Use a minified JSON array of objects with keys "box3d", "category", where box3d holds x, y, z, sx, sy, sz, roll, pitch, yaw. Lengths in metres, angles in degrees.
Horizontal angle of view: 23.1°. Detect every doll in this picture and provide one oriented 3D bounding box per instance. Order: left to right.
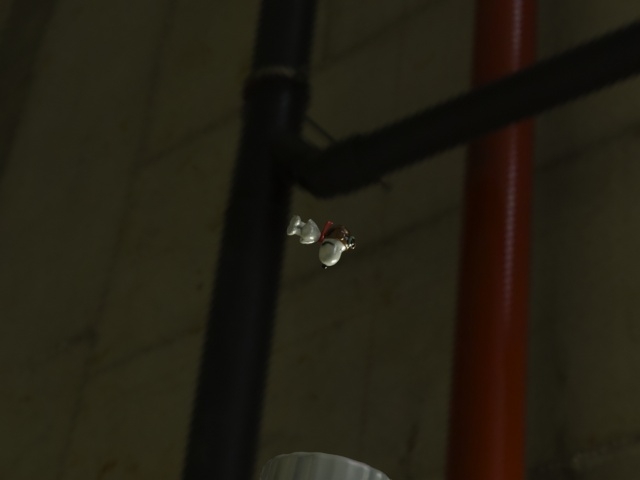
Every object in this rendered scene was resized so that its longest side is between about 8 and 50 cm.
[{"box3d":[0.001,-0.007,1.945,0.058,0.085,0.040,-49,-166,-13],"category":"doll"}]

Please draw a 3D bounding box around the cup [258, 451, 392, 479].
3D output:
[{"box3d":[-0.022,0.339,1.596,0.221,0.167,0.202,-26,-137,48],"category":"cup"}]
